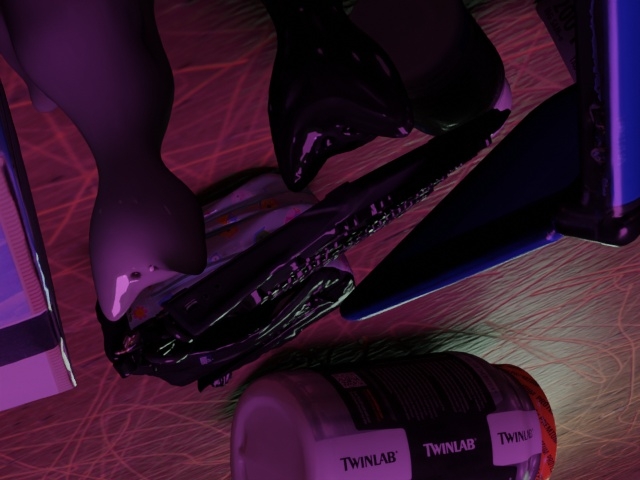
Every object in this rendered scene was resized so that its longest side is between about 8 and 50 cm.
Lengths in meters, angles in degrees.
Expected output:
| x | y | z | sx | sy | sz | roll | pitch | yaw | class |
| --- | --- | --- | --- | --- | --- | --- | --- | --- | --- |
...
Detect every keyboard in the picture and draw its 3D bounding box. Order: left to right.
| x | y | z | sx | sy | sz | roll | pitch | yaw | class |
| --- | --- | --- | --- | --- | --- | --- | --- | --- | --- |
| 0.000 | 0.000 | 0.776 | 0.201 | 0.033 | 0.317 | -33 | 178 | 24 | keyboard |

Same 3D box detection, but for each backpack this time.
| x | y | z | sx | sy | sz | roll | pitch | yaw | class |
| --- | --- | --- | --- | --- | --- | --- | --- | --- | --- |
| -0.068 | 0.033 | 1.034 | 0.182 | 0.115 | 0.152 | -29 | 165 | 14 | backpack |

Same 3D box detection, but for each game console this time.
| x | y | z | sx | sy | sz | roll | pitch | yaw | class |
| --- | --- | --- | --- | --- | --- | --- | --- | --- | --- |
| 0.132 | -0.116 | 0.708 | 0.293 | 0.173 | 0.250 | -43 | 134 | -46 | game console |

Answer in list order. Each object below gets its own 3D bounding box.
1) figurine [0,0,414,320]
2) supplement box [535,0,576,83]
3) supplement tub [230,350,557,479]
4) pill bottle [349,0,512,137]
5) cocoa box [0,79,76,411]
| x | y | z | sx | sy | sz | roll | pitch | yaw | class |
| --- | --- | --- | --- | --- | --- | --- | --- | --- | --- |
| -0.064 | -0.088 | 0.686 | 0.215 | 0.209 | 0.092 | -35 | 151 | 28 | figurine |
| 0.263 | -0.170 | 0.862 | 0.073 | 0.130 | 0.239 | 6 | 143 | -43 | supplement box |
| 0.081 | 0.218 | 1.416 | 0.316 | 0.193 | 0.193 | -4 | 150 | -32 | supplement tub |
| 0.076 | -0.114 | 0.892 | 0.078 | 0.078 | 0.137 | -28 | 154 | 14 | pill bottle |
| -0.311 | -0.024 | 0.599 | 0.347 | 0.231 | 0.228 | -16 | 153 | -11 | cocoa box |
